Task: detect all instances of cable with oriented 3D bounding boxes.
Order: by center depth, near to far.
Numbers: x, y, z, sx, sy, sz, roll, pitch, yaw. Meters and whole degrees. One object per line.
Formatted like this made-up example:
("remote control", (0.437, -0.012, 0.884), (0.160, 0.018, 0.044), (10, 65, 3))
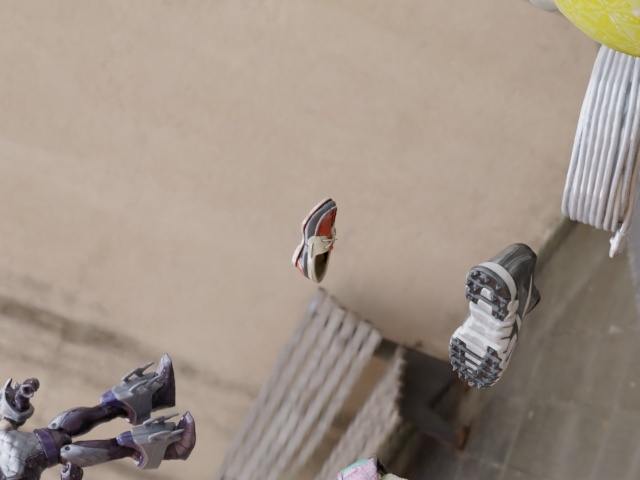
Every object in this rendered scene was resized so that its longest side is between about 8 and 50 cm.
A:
("cable", (0.388, -0.141, 1.560), (0.257, 0.089, 0.257), (80, -152, -52))

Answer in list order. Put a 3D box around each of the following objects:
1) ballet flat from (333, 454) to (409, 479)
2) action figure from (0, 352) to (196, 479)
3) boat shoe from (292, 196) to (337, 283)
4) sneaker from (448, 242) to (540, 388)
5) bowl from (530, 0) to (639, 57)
("ballet flat", (0.107, 0.296, 1.167), (0.079, 0.221, 0.077), (-42, 7, 27))
("action figure", (-0.293, 0.228, 1.362), (0.185, 0.285, 0.099), (58, 149, 31))
("boat shoe", (0.000, 0.000, 1.487), (0.049, 0.043, 0.137), (-28, -27, -35))
("sneaker", (0.218, 0.090, 1.435), (0.106, 0.078, 0.234), (-39, -29, -31))
("bowl", (0.259, -0.283, 1.068), (0.156, 0.289, 0.289), (-15, 47, 41))
